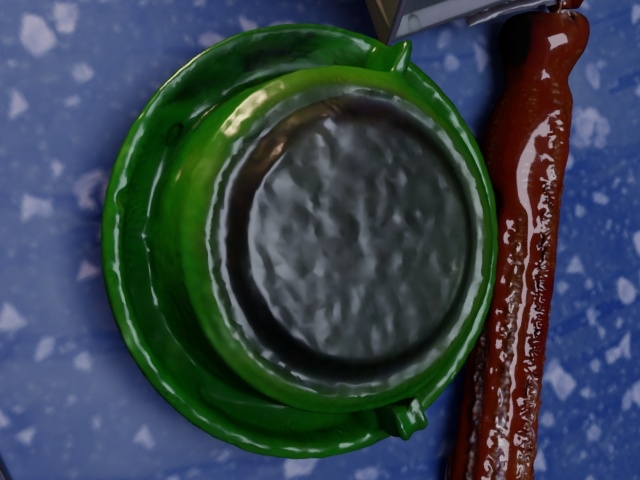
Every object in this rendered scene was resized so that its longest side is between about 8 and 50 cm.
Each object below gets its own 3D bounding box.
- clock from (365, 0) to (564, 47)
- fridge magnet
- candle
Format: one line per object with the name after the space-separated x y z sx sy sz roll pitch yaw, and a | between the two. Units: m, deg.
0.089 -0.160 0.466 0.147 0.192 0.071 -20 84 -3 | clock
0.000 0.000 0.498 0.208 0.088 0.208 0 89 -25 | fridge magnet
0.105 0.013 0.572 0.051 0.048 0.329 7 86 2 | candle
